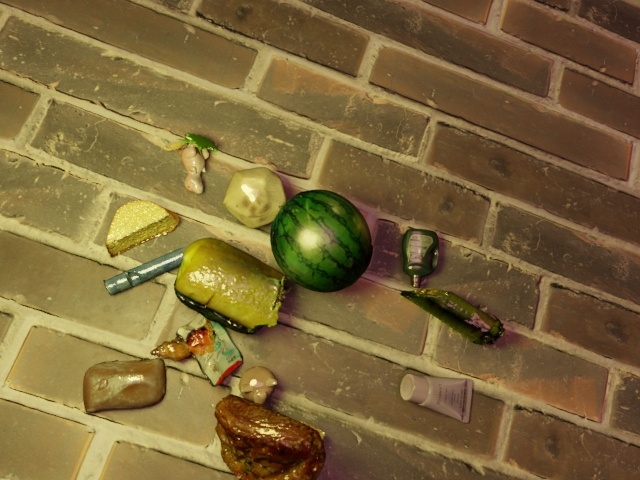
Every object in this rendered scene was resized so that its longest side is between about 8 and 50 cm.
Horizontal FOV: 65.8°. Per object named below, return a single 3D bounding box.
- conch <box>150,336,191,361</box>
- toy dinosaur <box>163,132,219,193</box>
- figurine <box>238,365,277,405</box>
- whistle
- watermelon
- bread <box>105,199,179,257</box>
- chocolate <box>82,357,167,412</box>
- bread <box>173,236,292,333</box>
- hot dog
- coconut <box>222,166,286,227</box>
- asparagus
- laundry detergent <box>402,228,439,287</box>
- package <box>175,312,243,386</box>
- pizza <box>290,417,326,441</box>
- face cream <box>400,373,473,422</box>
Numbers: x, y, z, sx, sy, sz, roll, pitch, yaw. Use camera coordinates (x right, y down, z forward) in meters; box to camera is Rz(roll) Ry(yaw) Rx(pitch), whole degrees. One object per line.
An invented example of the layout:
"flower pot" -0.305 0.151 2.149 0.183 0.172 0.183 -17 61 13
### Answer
"conch" -0.442 0.341 1.637 0.233 0.080 0.086 -25 94 -40
"toy dinosaur" -0.452 -0.284 1.785 0.194 0.152 0.177 41 112 11
"figurine" -0.203 0.472 1.610 0.125 0.138 0.125 2 82 -13
"whistle" -0.573 0.097 1.679 0.304 0.062 0.062 -24 81 -15
"watermelon" 0.000 0.000 1.663 0.364 0.363 0.362 2 76 -10
"bread" -0.625 -0.060 1.676 0.260 0.129 0.134 -31 76 -17
"chocolate" -0.622 0.457 1.567 0.262 0.083 0.160 -5 79 -12
"bread" -0.291 0.147 1.626 0.377 0.208 0.251 29 65 -7
"hot dog" -0.170 0.605 1.474 0.388 0.266 0.174 9 31 31
"coconut" -0.235 -0.149 1.732 0.225 0.224 0.224 2 76 -10
"asparagus" 0.481 0.254 1.800 0.382 0.128 0.108 32 36 0
"laundry detergent" 0.374 0.071 1.845 0.145 0.078 0.221 7 74 -12
"package" -0.357 0.342 1.615 0.232 0.040 0.166 56 39 0
"pizza" -0.110 0.669 1.614 0.204 0.080 0.188 26 56 11
"face cream" 0.417 0.541 1.736 0.274 0.096 0.154 17 70 -19
